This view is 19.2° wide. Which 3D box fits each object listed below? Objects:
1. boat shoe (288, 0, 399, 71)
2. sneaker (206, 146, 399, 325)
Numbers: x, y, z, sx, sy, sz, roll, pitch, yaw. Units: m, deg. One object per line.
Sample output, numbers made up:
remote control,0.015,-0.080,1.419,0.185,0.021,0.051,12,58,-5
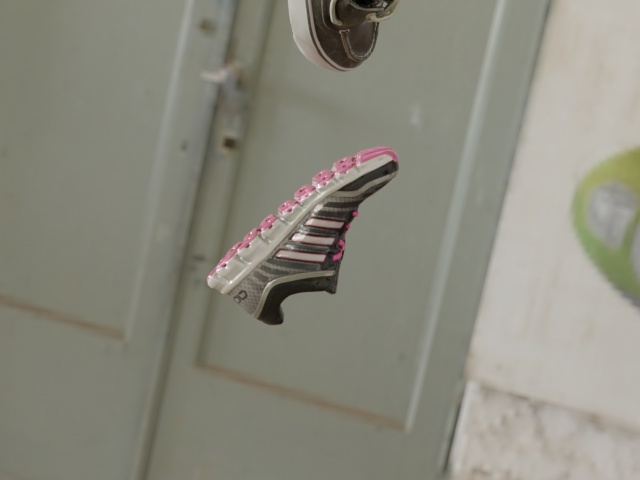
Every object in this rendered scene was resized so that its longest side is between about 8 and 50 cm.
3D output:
boat shoe,0.021,-0.187,1.373,0.070,0.078,0.219,27,-21,22
sneaker,0.000,0.000,1.411,0.075,0.170,0.063,50,2,-8
